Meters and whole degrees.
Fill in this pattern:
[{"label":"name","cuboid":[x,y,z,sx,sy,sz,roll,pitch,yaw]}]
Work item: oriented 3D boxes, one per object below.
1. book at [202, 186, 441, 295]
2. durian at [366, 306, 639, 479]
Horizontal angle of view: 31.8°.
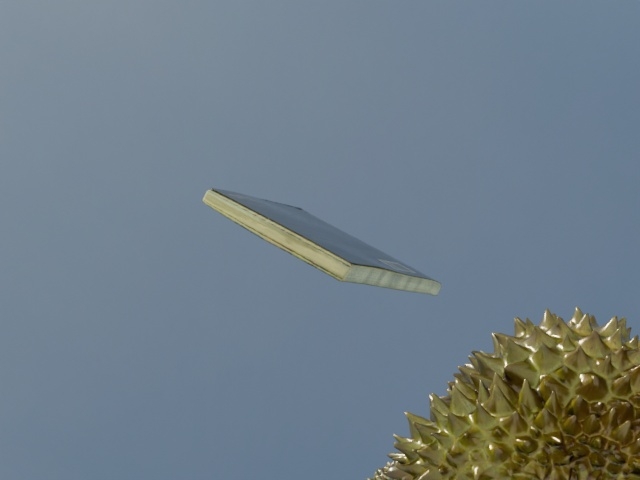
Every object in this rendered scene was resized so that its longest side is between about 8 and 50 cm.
[{"label":"book","cuboid":[0.000,0.000,1.193,0.228,0.160,0.024,28,-79,41]},{"label":"durian","cuboid":[0.085,0.091,0.519,0.208,0.146,0.102,-18,-94,12]}]
